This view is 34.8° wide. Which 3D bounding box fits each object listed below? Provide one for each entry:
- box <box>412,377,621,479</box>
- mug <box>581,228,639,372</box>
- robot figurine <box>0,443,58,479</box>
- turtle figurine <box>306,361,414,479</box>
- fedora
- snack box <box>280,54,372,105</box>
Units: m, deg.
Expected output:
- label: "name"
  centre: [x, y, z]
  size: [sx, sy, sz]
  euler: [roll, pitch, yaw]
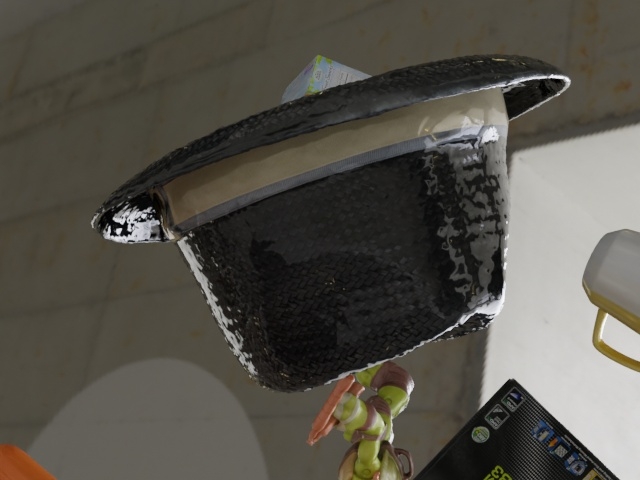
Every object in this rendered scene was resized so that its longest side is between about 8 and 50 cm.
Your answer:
- label: "box"
  centre: [0.216, 0.281, 1.115]
  size: [0.184, 0.045, 0.190]
  euler: [-45, -118, 2]
- label: "mug"
  centre: [0.181, 0.031, 0.577]
  size: [0.064, 0.062, 0.078]
  euler: [27, -92, 25]
- label: "robot figurine"
  centre: [-0.177, 0.194, 0.546]
  size: [0.158, 0.219, 0.128]
  euler: [-50, -163, 55]
- label: "turtle figurine"
  centre: [0.044, 0.199, 0.946]
  size: [0.087, 0.269, 0.217]
  euler: [5, -155, 9]
- label: "fedora"
  centre: [0.020, 0.004, 0.652]
  size: [0.334, 0.334, 0.152]
  euler: [-19, -94, 37]
- label: "snack box"
  centre: [0.053, -0.213, 1.673]
  size: [0.174, 0.207, 0.070]
  euler: [154, -48, -68]
